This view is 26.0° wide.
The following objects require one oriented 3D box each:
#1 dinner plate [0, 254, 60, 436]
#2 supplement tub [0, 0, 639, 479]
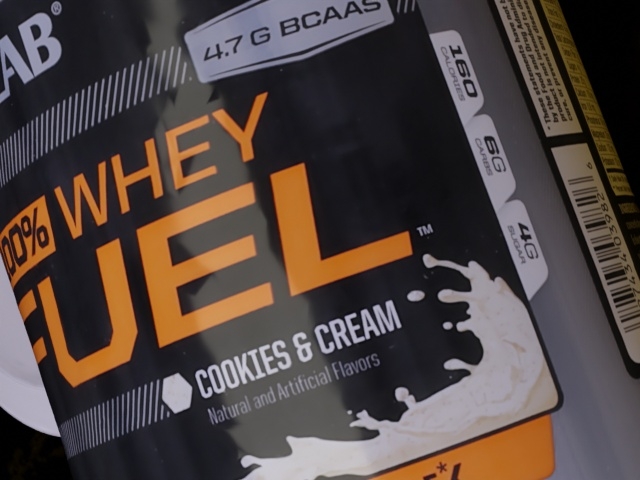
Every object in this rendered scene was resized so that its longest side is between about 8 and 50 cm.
[{"bbox_3d":[-0.119,0.019,0.612,0.141,0.017,0.141,2,95,29],"label":"dinner plate"},{"bbox_3d":[0.000,0.000,0.439,0.193,0.193,0.316,-24,81,29],"label":"supplement tub"}]
